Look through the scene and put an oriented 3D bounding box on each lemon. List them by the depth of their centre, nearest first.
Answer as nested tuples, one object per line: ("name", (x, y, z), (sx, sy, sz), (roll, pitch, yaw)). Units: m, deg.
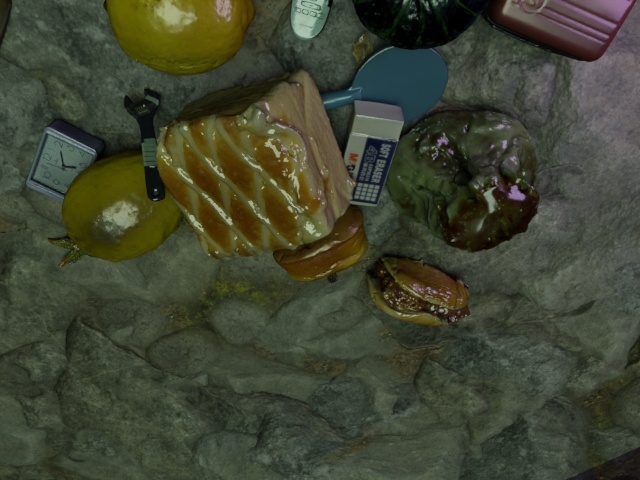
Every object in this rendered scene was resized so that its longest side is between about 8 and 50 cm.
("lemon", (-0.298, -0.492, 1.150), (0.297, 0.297, 0.297), (0, 120, 0))
("lemon", (-0.492, -0.095, 1.386), (0.316, 0.285, 0.285), (-50, 117, -23))

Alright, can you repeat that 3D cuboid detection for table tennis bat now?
("table tennis bat", (0.153, -0.373, 1.331), (0.329, 0.044, 0.215), (-13, 134, 0))

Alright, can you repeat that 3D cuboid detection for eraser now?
("eraser", (0.118, -0.216, 1.389), (0.124, 0.081, 0.279), (7, 135, -6))

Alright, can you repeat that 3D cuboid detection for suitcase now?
("suitcase", (0.524, -0.546, 1.192), (0.297, 0.161, 0.236), (18, 118, -11))

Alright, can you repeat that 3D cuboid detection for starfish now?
("starfish", (-0.693, -0.009, 1.562), (0.208, 0.053, 0.175), (-13, 110, 0))

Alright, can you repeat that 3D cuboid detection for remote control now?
("remote control", (-0.008, -0.588, 1.231), (0.097, 0.045, 0.256), (14, 116, -10))

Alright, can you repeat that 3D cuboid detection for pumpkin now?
("pumpkin", (0.213, -0.556, 1.136), (0.315, 0.238, 0.315), (2, 119, 3))

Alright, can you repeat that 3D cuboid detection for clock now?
("clock", (-0.673, -0.204, 1.428), (0.145, 0.073, 0.193), (26, 117, -15))

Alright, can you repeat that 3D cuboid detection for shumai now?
("shumai", (0.369, -0.127, 1.343), (0.398, 0.323, 0.324), (-7, 122, 6))

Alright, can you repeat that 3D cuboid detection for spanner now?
("spanner", (-0.419, -0.234, 1.305), (0.087, 0.315, 0.024), (-7, 159, -17))

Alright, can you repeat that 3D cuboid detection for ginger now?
("ginger", (0.104, -0.440, 1.320), (0.057, 0.044, 0.137), (-21, 130, -23))

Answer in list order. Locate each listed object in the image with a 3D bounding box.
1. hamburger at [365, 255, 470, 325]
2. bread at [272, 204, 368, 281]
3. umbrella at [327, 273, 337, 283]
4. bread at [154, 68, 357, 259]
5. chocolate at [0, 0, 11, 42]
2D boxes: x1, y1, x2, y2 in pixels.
("hamburger", (0.280, 0.157, 1.599), (0.282, 0.245, 0.155), (43, 127, 26))
("bread", (0.000, 0.000, 1.487), (0.270, 0.195, 0.142), (-21, 125, 6))
("umbrella", (0.038, 0.101, 1.644), (0.032, 0.020, 0.083), (1, 115, -2))
("bread", (-0.151, -0.169, 1.294), (0.371, 0.279, 0.390), (-5, 125, 27))
("chocolate", (-0.824, -0.505, 1.247), (0.161, 0.083, 0.261), (22, 117, -15))
